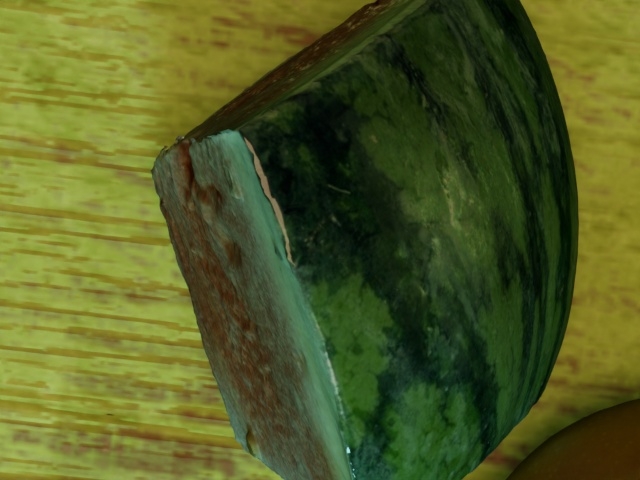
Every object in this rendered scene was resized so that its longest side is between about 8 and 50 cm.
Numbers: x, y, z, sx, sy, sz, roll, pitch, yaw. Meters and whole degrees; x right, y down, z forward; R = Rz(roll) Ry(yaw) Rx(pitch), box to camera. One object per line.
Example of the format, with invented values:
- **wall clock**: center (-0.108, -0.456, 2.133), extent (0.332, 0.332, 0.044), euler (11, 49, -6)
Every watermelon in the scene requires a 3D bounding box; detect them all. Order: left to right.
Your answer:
- **watermelon**: center (0.000, 0.000, 0.768), extent (0.201, 0.261, 0.213), euler (-10, 104, 27)

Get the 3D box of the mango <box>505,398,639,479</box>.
- **mango**: center (0.132, 0.163, 0.838), extent (0.227, 0.099, 0.136), euler (-37, 103, 12)
